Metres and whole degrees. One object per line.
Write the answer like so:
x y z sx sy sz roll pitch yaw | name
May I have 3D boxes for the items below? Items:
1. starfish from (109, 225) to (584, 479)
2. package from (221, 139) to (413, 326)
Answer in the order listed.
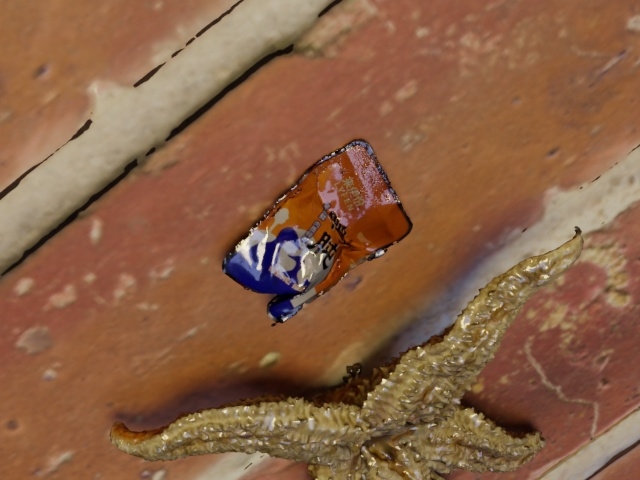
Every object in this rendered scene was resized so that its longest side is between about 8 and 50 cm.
0.063 0.136 0.747 0.302 0.084 0.293 -29 134 4 | starfish
-0.001 -0.001 0.652 0.111 0.033 0.077 -41 107 -8 | package
